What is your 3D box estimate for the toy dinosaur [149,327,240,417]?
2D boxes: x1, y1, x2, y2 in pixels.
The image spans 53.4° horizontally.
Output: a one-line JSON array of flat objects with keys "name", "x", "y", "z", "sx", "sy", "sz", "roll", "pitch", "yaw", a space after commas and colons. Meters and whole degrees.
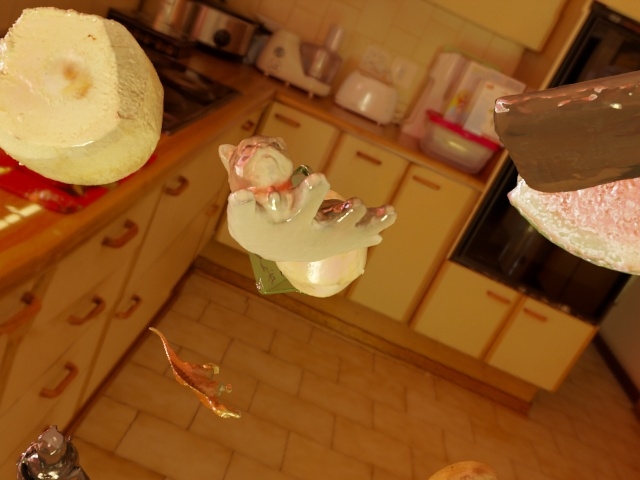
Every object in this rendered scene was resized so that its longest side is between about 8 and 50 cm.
[{"name": "toy dinosaur", "x": -0.232, "y": 0.240, "z": 1.113, "sx": 0.212, "sy": 0.057, "sz": 0.142, "roll": 32, "pitch": 1, "yaw": -6}]

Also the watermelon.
[{"name": "watermelon", "x": 0.403, "y": -0.060, "z": 0.770, "sx": 0.193, "sy": 0.231, "sz": 0.310, "roll": 32, "pitch": -11, "yaw": -27}]

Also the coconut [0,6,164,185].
[{"name": "coconut", "x": -0.424, "y": -0.240, "z": 1.133, "sx": 0.297, "sy": 0.297, "sz": 0.254, "roll": 25, "pitch": -7, "yaw": -2}]

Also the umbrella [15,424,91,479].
[{"name": "umbrella", "x": -0.394, "y": 0.340, "z": 0.939, "sx": 0.118, "sy": 0.340, "sz": 0.118, "roll": 12, "pitch": 55, "yaw": -17}]

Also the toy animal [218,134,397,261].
[{"name": "toy animal", "x": -0.031, "y": -0.078, "z": 1.122, "sx": 0.308, "sy": 0.266, "sz": 0.188, "roll": -18, "pitch": 51, "yaw": -16}]

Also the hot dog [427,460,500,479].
[{"name": "hot dog", "x": 0.157, "y": 0.320, "z": 0.758, "sx": 0.089, "sy": 0.140, "sz": 0.060, "roll": 57, "pitch": -17, "yaw": 4}]

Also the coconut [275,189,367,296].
[{"name": "coconut", "x": 0.000, "y": 0.000, "z": 1.379, "sx": 0.197, "sy": 0.236, "sz": 0.237, "roll": 28, "pitch": 18, "yaw": 30}]

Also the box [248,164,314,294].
[{"name": "box", "x": -0.099, "y": -0.017, "z": 1.735, "sx": 0.178, "sy": 0.253, "sz": 0.328, "roll": -8, "pitch": 75, "yaw": -29}]

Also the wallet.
[{"name": "wallet", "x": 0.315, "y": -0.099, "z": 0.529, "sx": 0.310, "sy": 0.042, "sz": 0.165, "roll": -7, "pitch": -25, "yaw": 28}]
